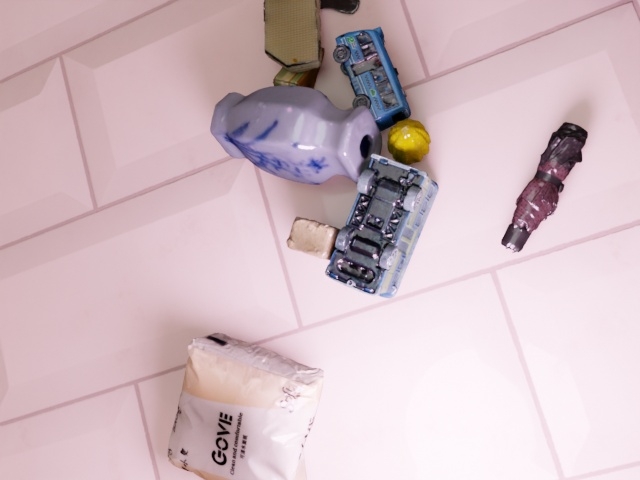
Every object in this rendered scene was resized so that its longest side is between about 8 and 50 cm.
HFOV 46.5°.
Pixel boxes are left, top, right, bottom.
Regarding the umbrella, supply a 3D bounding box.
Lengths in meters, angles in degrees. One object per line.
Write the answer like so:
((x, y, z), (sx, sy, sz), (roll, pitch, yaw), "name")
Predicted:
((0.511, -0.117, 1.703), (0.094, 0.090, 0.326), (27, 93, 16), "umbrella")

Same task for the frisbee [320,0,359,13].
((-0.008, -0.645, 1.973), (0.211, 0.012, 0.187), (-17, 78, 16), "frisbee")

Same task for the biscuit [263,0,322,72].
((-0.070, -0.538, 1.918), (0.150, 0.052, 0.252), (-10, 64, 14), "biscuit")

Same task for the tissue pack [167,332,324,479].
((-0.182, 0.438, 1.826), (0.390, 0.195, 0.375), (14, 101, 19), "tissue pack")

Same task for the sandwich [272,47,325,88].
((-0.049, -0.422, 1.959), (0.079, 0.113, 0.163), (16, 55, 20), "sandwich")

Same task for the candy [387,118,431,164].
((0.207, -0.239, 1.761), (0.106, 0.199, 0.094), (-12, 85, 8), "candy")

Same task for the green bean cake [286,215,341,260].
((0.000, 0.000, 1.810), (0.109, 0.179, 0.085), (16, 90, 20), "green bean cake")

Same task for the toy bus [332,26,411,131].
((0.128, -0.400, 1.847), (0.134, 0.113, 0.246), (-22, 79, 10), "toy bus")

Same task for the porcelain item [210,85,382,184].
((-0.062, -0.260, 1.830), (0.405, 0.242, 0.178), (15, 69, 30), "porcelain item")

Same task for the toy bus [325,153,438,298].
((0.147, -0.029, 1.758), (0.152, 0.190, 0.312), (22, 91, 19), "toy bus")
